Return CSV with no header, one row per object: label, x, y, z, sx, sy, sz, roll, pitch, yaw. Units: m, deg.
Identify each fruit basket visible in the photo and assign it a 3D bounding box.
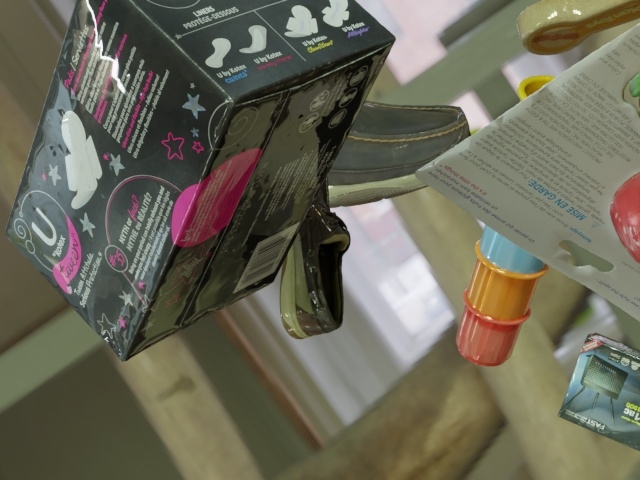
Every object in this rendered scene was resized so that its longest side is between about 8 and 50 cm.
fruit basket,0.303,-0.067,1.052,0.353,0.327,0.165,-30,42,40

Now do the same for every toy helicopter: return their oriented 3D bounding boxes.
toy helicopter,0.402,-0.290,1.686,0.355,0.140,0.235,-18,-24,23

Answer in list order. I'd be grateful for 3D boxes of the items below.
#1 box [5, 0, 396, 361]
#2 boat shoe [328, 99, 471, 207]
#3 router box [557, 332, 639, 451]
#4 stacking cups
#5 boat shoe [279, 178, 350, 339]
box,-0.087,-0.069,0.984,0.163,0.142,0.247,-28,-25,-43
boat shoe,-0.043,-0.104,1.254,0.355,0.130,0.132,-3,19,-7
router box,0.317,0.160,1.501,0.038,0.122,0.092,-11,-60,-64
stacking cups,0.207,-0.014,1.512,0.096,0.096,0.316,-41,-28,-50
boat shoe,0.000,0.000,1.130,0.049,0.152,0.056,-5,-10,28
